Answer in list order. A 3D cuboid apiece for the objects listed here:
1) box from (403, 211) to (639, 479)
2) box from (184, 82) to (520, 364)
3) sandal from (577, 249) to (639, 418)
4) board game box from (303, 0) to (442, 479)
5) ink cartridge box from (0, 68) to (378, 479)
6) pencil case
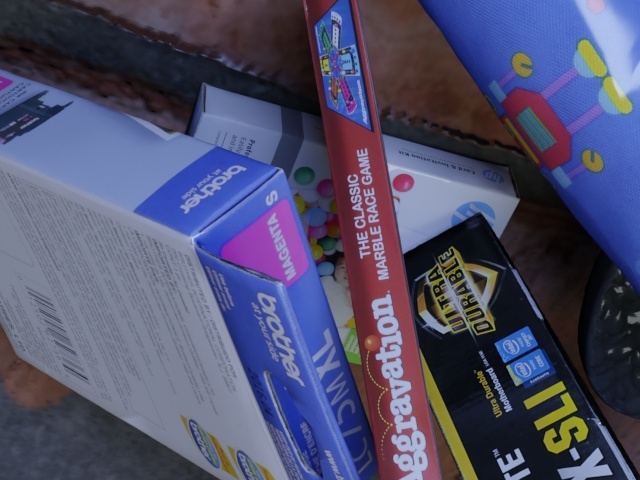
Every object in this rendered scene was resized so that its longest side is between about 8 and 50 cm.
[{"bbox_3d":[0.160,0.172,0.747,0.079,0.257,0.322,-29,132,8],"label":"box"},{"bbox_3d":[0.000,0.000,0.773,0.186,0.038,0.145,14,124,-15],"label":"box"},{"bbox_3d":[0.283,-0.094,0.697,0.167,0.107,0.446,24,109,-18],"label":"sandal"},{"bbox_3d":[0.027,0.012,0.612,0.027,0.281,0.145,-10,158,4],"label":"board game box"},{"bbox_3d":[-0.081,0.026,0.649,0.065,0.311,0.186,-39,130,-26],"label":"ink cartridge box"},{"bbox_3d":[0.141,-0.085,0.592,0.133,0.119,0.306,-37,87,-9],"label":"pencil case"}]
